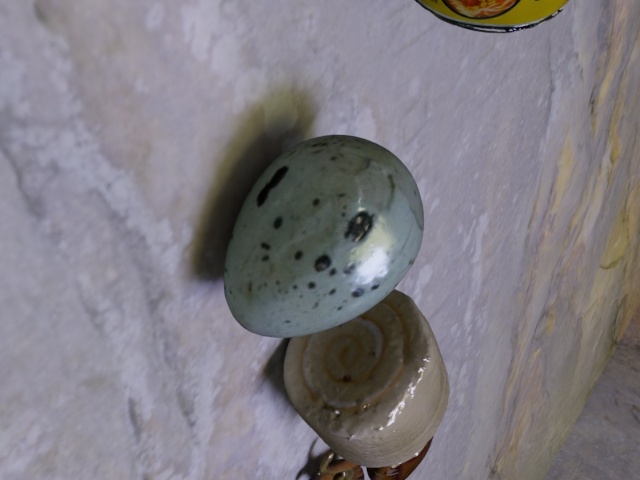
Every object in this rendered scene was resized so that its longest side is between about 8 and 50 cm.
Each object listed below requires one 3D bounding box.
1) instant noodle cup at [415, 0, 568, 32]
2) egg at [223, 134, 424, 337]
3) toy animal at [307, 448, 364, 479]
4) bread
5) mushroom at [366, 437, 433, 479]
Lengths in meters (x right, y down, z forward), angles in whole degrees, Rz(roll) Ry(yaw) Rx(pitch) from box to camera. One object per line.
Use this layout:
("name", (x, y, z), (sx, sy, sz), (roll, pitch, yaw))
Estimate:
("instant noodle cup", (0.128, -0.247, 0.598), (0.182, 0.182, 0.144), (-50, 159, -27))
("egg", (0.000, 0.000, 0.614), (0.164, 0.131, 0.131), (-50, 151, -15))
("toy animal", (0.012, 0.318, 1.003), (0.099, 0.056, 0.241), (-43, 145, -48))
("bread", (0.048, 0.129, 0.807), (0.141, 0.133, 0.148), (61, 46, -59))
("mushroom", (0.093, 0.237, 1.043), (0.170, 0.080, 0.135), (15, 89, -66))
